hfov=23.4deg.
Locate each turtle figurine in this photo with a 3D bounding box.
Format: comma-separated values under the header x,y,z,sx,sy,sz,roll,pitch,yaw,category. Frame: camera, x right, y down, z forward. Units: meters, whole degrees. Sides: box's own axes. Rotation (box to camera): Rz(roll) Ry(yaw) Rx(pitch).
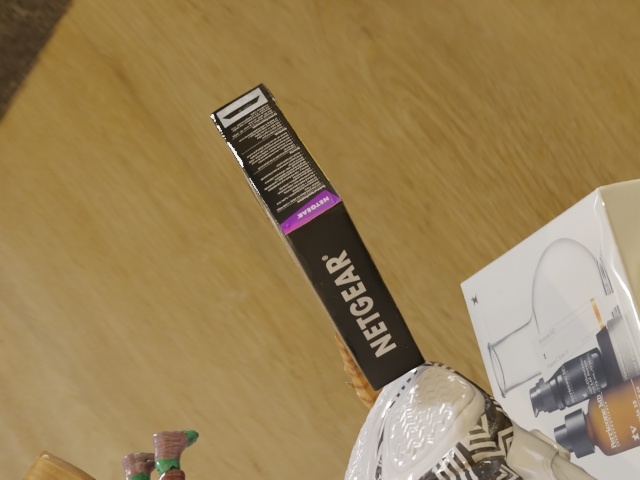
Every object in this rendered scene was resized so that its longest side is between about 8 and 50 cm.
x,y,z,sx,sy,sz,roll,pitch,yaw,category
-0.170,0.342,1.746,0.175,0.118,0.234,-25,61,29,turtle figurine

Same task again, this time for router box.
x,y,z,sx,sy,sz,roll,pitch,yaw,category
0.000,0.000,1.027,0.046,0.179,0.133,-31,47,-1,router box

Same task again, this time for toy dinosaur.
x,y,z,sx,sy,sz,roll,pitch,yaw,category
0.063,0.163,1.628,0.064,0.112,0.211,-35,106,9,toy dinosaur

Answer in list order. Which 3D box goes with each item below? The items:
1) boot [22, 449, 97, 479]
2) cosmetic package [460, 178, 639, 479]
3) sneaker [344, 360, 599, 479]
x,y,z,sx,sy,sz,roll,pitch,yaw,category
-0.277,0.171,0.848,0.295,0.104,0.211,23,45,5,boot
0.258,0.167,1.288,0.097,0.284,0.377,-11,76,-19,cosmetic package
0.156,0.207,1.007,0.210,0.366,0.137,27,96,-23,sneaker
